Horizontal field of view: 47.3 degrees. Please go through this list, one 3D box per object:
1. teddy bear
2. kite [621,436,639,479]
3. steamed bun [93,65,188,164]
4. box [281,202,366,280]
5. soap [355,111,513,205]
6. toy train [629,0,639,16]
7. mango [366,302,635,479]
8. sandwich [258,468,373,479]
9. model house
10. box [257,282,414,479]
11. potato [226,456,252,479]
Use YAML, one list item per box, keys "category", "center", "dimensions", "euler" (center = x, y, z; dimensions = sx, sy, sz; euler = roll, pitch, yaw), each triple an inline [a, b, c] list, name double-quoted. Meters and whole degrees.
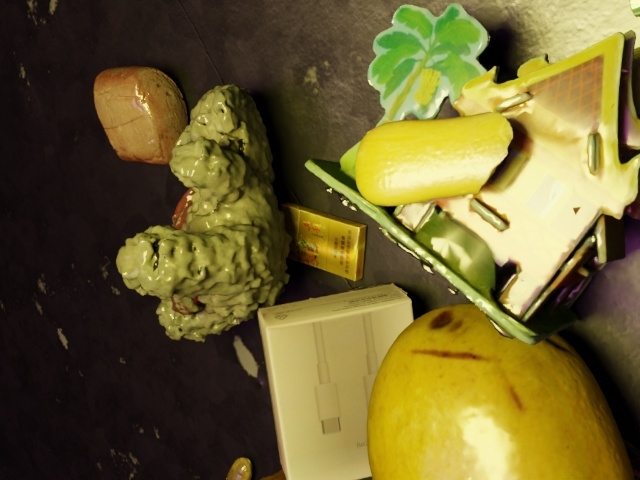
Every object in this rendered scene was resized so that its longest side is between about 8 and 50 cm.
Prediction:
- category: "teddy bear"
  center: [-0.159, -0.056, 1.087]
  dimensions: [0.357, 0.224, 0.367]
  euler: [88, 177, -71]
- category: "kite"
  center: [0.375, 0.331, 0.915]
  dimensions: [0.234, 0.016, 0.321]
  euler: [-9, 98, 39]
- category: "steamed bun"
  center: [-0.298, -0.216, 1.259]
  dimensions: [0.145, 0.106, 0.175]
  euler: [3, 118, 33]
- category: "box"
  center: [0.000, 0.000, 1.122]
  dimensions: [0.156, 0.022, 0.089]
  euler: [20, 113, 35]
- category: "soap"
  center: [0.112, -0.080, 0.734]
  dimensions: [0.168, 0.033, 0.089]
  euler: [0, 89, 28]
- category: "toy train"
  center: [0.378, -0.275, 0.725]
  dimensions: [0.148, 0.038, 0.071]
  euler: [-8, 100, 40]
- category: "mango"
  center: [0.203, 0.290, 0.843]
  dimensions: [0.301, 0.220, 0.445]
  euler: [-19, 63, 27]
- category: "sandwich"
  center: [-0.040, 0.454, 1.148]
  dimensions: [0.198, 0.227, 0.155]
  euler: [-22, 87, 41]
- category: "model house"
  center: [0.210, -0.114, 0.831]
  dimensions: [0.357, 0.242, 0.313]
  euler: [41, 108, 25]
- category: "box"
  center: [0.032, 0.203, 1.027]
  dimensions: [0.106, 0.203, 0.252]
  euler: [-140, 42, -73]
- category: "potato"
  center: [-0.151, 0.441, 1.357]
  dimensions: [0.046, 0.045, 0.092]
  euler: [12, 118, -2]
